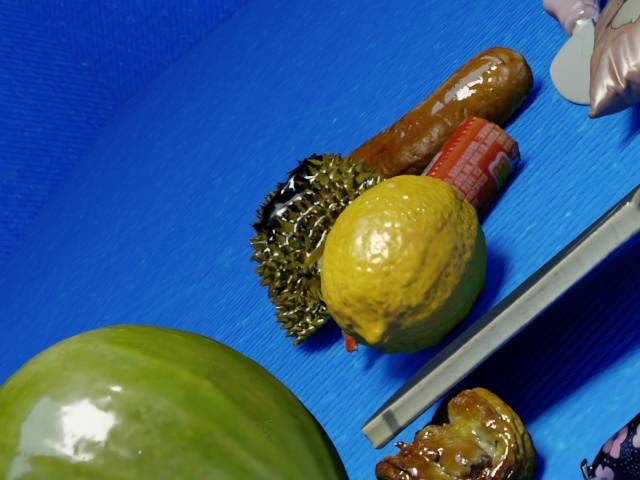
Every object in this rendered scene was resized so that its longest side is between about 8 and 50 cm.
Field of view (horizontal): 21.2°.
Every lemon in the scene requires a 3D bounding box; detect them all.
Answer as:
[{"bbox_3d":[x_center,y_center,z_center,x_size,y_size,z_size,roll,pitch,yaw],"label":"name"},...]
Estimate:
[{"bbox_3d":[0.077,0.016,1.487,0.142,0.142,0.187,-28,25,48],"label":"lemon"}]

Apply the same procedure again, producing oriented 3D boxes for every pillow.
[{"bbox_3d":[0.332,-0.220,1.534,0.236,0.084,0.223,-41,17,23],"label":"pillow"}]

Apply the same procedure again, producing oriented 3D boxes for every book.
[{"bbox_3d":[0.156,0.045,1.287,0.269,0.025,0.191,-43,-5,22],"label":"book"}]

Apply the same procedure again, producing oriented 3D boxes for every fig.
[{"bbox_3d":[-0.111,0.210,1.241,0.316,0.316,0.316,-41,16,14],"label":"fig"}]

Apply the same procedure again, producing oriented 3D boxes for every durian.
[{"bbox_3d":[0.000,0.000,1.733,0.193,0.138,0.237,-46,16,-4],"label":"durian"}]

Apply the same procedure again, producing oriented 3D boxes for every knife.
[{"bbox_3d":[0.264,-0.207,1.774,0.081,0.043,0.336,-45,16,24],"label":"knife"}]

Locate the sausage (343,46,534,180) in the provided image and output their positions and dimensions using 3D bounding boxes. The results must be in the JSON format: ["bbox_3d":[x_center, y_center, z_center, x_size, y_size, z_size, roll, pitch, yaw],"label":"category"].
[{"bbox_3d":[0.104,-0.105,1.847,0.302,0.076,0.103,-34,19,36],"label":"sausage"}]

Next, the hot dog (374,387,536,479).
[{"bbox_3d":[0.095,0.154,1.218,0.099,0.065,0.147,-41,16,-11],"label":"hot dog"}]

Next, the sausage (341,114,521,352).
[{"bbox_3d":[0.094,-0.001,1.615,0.274,0.074,0.074,-53,17,-27],"label":"sausage"}]

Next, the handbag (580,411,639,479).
[{"bbox_3d":[0.230,0.134,0.792,0.228,0.127,0.208,-40,27,26],"label":"handbag"}]
